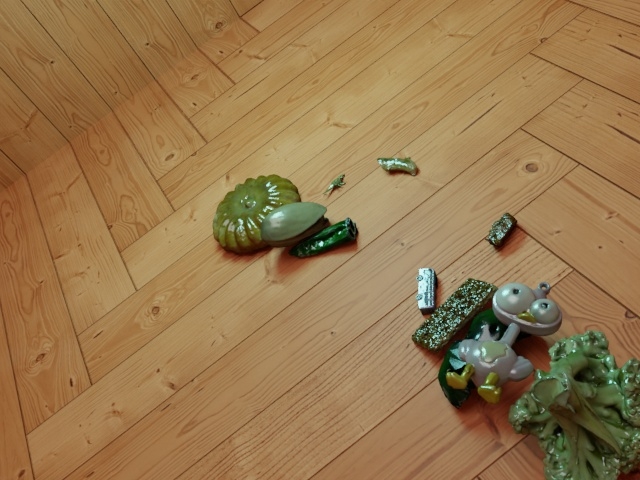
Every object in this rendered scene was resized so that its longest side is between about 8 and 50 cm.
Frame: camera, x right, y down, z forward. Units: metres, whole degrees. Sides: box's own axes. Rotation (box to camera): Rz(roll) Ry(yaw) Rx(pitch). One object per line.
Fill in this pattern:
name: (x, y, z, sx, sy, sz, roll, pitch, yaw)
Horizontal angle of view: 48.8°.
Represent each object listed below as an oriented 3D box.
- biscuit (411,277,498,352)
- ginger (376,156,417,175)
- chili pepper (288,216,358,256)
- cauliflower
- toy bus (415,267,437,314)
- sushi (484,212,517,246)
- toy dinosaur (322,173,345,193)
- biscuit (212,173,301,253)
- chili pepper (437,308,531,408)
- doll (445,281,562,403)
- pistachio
biscuit: (0.328, 0.179, 1.738, 0.231, 0.025, 0.131, -44, 19, -11)
ginger: (0.241, -0.235, 2.194, 0.137, 0.044, 0.057, 9, 28, 30)
chili pepper: (0.000, 0.000, 2.124, 0.227, 0.059, 0.088, -21, 26, 22)
cauliflower: (0.490, 0.318, 1.371, 0.260, 0.281, 0.327, -39, 30, 55)
toy bus: (0.278, 0.131, 1.838, 0.052, 0.037, 0.130, -10, 48, 21)
sushi: (0.476, -0.030, 1.855, 0.055, 0.052, 0.120, 29, 72, 29)
toy dinosaur: (0.050, -0.180, 2.270, 0.041, 0.026, 0.113, 7, 47, 44)
biscuit: (-0.217, -0.100, 2.314, 0.326, 0.107, 0.326, -19, 41, 17)
chili pepper: (0.359, 0.253, 1.617, 0.264, 0.116, 0.148, -47, 41, -15)
doll: (0.404, 0.206, 1.507, 0.160, 0.094, 0.365, 18, 48, 34)
pistachio: (-0.079, -0.049, 2.144, 0.226, 0.136, 0.136, -19, 39, -18)
